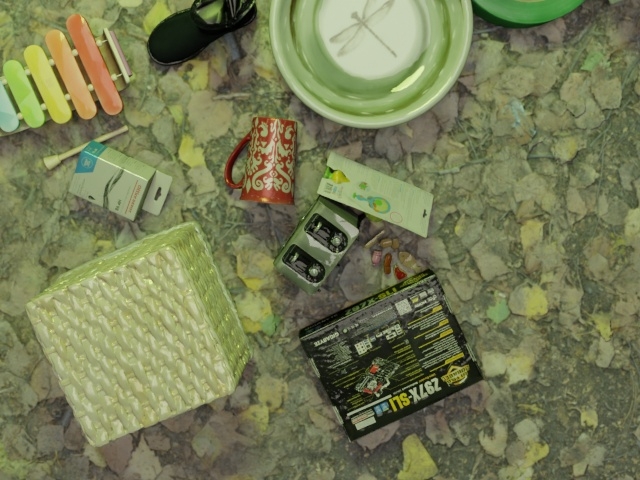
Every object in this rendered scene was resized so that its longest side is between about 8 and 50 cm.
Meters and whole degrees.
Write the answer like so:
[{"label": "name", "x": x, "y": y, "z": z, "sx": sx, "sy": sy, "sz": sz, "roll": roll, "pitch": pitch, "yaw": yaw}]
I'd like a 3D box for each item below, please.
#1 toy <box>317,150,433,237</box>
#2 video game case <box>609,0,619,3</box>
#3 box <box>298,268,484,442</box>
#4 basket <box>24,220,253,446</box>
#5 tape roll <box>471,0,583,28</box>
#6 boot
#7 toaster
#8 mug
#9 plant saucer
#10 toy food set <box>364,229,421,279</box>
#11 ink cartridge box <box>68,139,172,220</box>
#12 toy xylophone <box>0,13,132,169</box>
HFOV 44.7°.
[{"label": "toy", "x": 0.110, "y": -0.084, "z": 1.604, "sx": 0.237, "sy": 0.137, "sz": 0.056, "roll": 25, "pitch": 136, "yaw": -7}, {"label": "video game case", "x": 0.587, "y": -0.633, "z": 1.492, "sx": 0.269, "sy": 0.061, "sz": 0.244, "roll": -45, "pitch": 109, "yaw": -23}, {"label": "box", "x": 0.149, "y": 0.243, "z": 1.656, "sx": 0.322, "sy": 0.079, "sz": 0.257, "roll": -26, "pitch": 100, "yaw": 1}, {"label": "basket", "x": -0.345, "y": 0.174, "z": 1.533, "sx": 0.328, "sy": 0.266, "sz": 0.331, "roll": -22, "pitch": 96, "yaw": 2}, {"label": "tape roll", "x": 0.410, "y": -0.591, "z": 1.552, "sx": 0.321, "sy": 0.077, "sz": 0.321, "roll": 0, "pitch": 98, "yaw": -3}, {"label": "boot", "x": -0.233, "y": -0.419, "z": 1.483, "sx": 0.246, "sy": 0.207, "sz": 0.094, "roll": -24, "pitch": 98, "yaw": 2}, {"label": "toaster", "x": 0.000, "y": 0.000, "z": 1.574, "sx": 0.110, "sy": 0.186, "sz": 0.168, "roll": 36, "pitch": 103, "yaw": -4}, {"label": "mug", "x": -0.118, "y": -0.162, "z": 1.574, "sx": 0.150, "sy": 0.113, "sz": 0.169, "roll": 6, "pitch": 94, "yaw": -5}, {"label": "plant saucer", "x": 0.098, "y": -0.424, "z": 1.550, "sx": 0.400, "sy": 0.100, "sz": 0.401, "roll": 0, "pitch": 98, "yaw": -2}, {"label": "toy food set", "x": 0.150, "y": 0.037, "z": 1.657, "sx": 0.078, "sy": 0.019, "sz": 0.122, "roll": -39, "pitch": 105, "yaw": 3}, {"label": "ink cartridge box", "x": -0.404, "y": -0.114, "z": 1.576, "sx": 0.180, "sy": 0.060, "sz": 0.104, "roll": 24, "pitch": 117, "yaw": -5}, {"label": "toy xylophone", "x": -0.517, "y": -0.286, "z": 1.553, "sx": 0.322, "sy": 0.081, "sz": 0.236, "roll": -30, "pitch": 98, "yaw": 2}]
